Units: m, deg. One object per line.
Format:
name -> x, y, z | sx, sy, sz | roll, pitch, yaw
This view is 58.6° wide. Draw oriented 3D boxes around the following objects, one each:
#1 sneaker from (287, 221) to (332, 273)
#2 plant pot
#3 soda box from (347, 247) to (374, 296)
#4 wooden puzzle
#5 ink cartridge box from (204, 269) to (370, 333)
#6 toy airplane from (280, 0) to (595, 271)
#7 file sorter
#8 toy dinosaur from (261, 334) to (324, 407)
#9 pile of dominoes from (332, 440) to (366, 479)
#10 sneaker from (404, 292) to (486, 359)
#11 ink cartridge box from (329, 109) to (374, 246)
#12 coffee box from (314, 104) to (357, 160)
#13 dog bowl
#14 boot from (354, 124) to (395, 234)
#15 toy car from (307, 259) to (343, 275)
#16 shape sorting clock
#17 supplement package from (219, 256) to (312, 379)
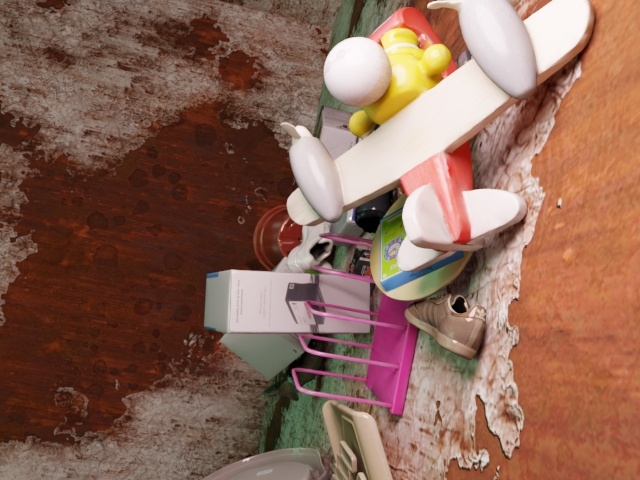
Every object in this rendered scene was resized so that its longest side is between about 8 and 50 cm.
sneaker -> 0.000, 0.000, 1.617 | 0.115, 0.090, 0.232 | -15, 42, 42
plant pot -> -0.077, -0.002, 1.996 | 0.265, 0.273, 0.272 | 177, 104, -73
soda box -> 0.090, 0.104, 1.328 | 0.053, 0.060, 0.168 | -101, 23, -60
wooden puzzle -> 0.074, 0.373, 0.924 | 0.239, 0.044, 0.220 | 140, 114, -72
ink cartridge box -> -0.076, 0.136, 1.238 | 0.223, 0.308, 0.128 | 165, 108, -65
toy airplane -> 0.113, -0.155, 0.764 | 0.385, 0.273, 0.384 | -60, 33, 3
file sorter -> 0.063, 0.136, 1.047 | 0.202, 0.183, 0.290 | 178, 103, -82
toy dinosaur -> -0.039, 0.373, 1.731 | 0.313, 0.121, 0.160 | -47, 18, 5
pile of dominoes -> 0.067, 0.450, 0.904 | 0.196, 0.040, 0.251 | -118, 28, -50
sneaker -> 0.178, 0.106, 0.791 | 0.071, 0.066, 0.188 | -62, 15, 2
ink cartridge box -> 0.097, -0.155, 1.612 | 0.330, 0.072, 0.323 | 119, 161, -75
coffee box -> 0.036, -0.279, 1.615 | 0.246, 0.098, 0.141 | -91, 15, -65
dog bowl -> -0.136, 0.596, 1.308 | 0.349, 0.349, 0.102 | 161, 96, -80
boot -> 0.138, -0.142, 1.205 | 0.246, 0.094, 0.207 | 103, 178, -66
toy car -> -0.001, 0.155, 1.626 | 0.182, 0.159, 0.136 | 31, 156, 52
shape sorting clock -> 0.156, -0.003, 0.872 | 0.206, 0.040, 0.206 | -35, 38, 32
supplement package -> -0.129, 0.232, 1.724 | 0.199, 0.198, 0.262 | -46, 9, 39
